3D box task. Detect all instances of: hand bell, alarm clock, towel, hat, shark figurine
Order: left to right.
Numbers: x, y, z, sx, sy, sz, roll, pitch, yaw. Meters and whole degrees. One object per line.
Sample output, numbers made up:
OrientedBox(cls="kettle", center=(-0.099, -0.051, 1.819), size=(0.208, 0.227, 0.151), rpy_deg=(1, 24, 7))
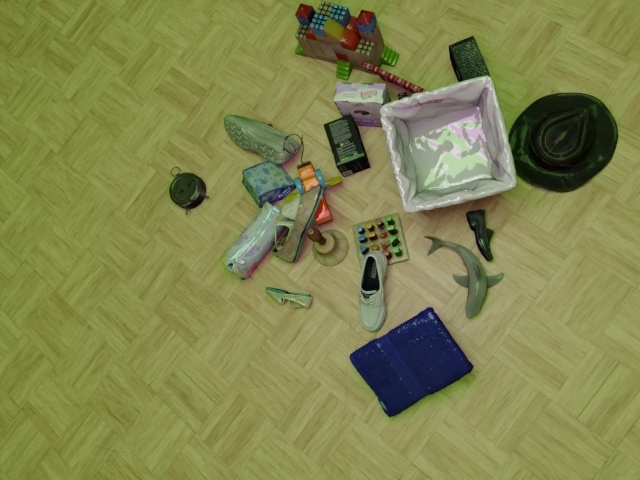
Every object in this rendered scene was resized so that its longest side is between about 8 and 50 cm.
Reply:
OrientedBox(cls="alarm clock", center=(-0.498, -0.198, 2.130), size=(0.129, 0.064, 0.192), rpy_deg=(-38, 67, 5))
OrientedBox(cls="hand bell", center=(0.000, 0.000, 1.839), size=(0.126, 0.242, 0.126), rpy_deg=(-4, 77, 16))
OrientedBox(cls="towel", center=(0.280, -0.506, 1.904), size=(0.274, 0.199, 0.031), rpy_deg=(32, 106, 21))
OrientedBox(cls="towel", center=(0.267, 0.359, 1.729), size=(0.308, 0.076, 0.228), rpy_deg=(-35, 86, 21))
OrientedBox(cls="shark figurine", center=(0.443, 0.073, 1.763), size=(0.166, 0.116, 0.278), rpy_deg=(-32, 73, 6))
OrientedBox(cls="hat", center=(0.731, -0.319, 1.749), size=(0.331, 0.134, 0.332), rpy_deg=(-3, 79, 14))

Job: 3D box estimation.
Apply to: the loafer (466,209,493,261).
OrientedBox(cls="loafer", center=(0.505, -0.019, 1.793), size=(0.061, 0.062, 0.170), rpy_deg=(-18, 74, 7))

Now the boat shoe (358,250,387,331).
OrientedBox(cls="boat shoe", center=(0.153, 0.161, 1.811), size=(0.095, 0.084, 0.258), rpy_deg=(2, 96, 25))

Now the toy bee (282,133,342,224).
OrientedBox(cls="toy bee", center=(-0.024, -0.206, 1.961), size=(0.195, 0.162, 0.299), rpy_deg=(0, 99, 1))

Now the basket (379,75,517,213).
OrientedBox(cls="basket", center=(0.378, -0.275, 1.737), size=(0.328, 0.266, 0.332), rpy_deg=(-13, 93, 13))

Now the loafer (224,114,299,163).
OrientedBox(cls="loafer", center=(-0.214, -0.370, 2.073), size=(0.319, 0.112, 0.111), rpy_deg=(33, 51, 26))

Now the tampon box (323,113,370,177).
OrientedBox(cls="tampon box", center=(0.090, -0.316, 1.950), size=(0.101, 0.120, 0.161), rpy_deg=(-19, 72, 11))

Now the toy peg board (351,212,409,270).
OrientedBox(cls="toy peg board", center=(0.186, -0.002, 1.872), size=(0.160, 0.079, 0.161), rpy_deg=(-15, 73, 12))

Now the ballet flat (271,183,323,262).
OrientedBox(cls="ballet flat", center=(-0.086, -0.057, 1.870), size=(0.106, 0.108, 0.316), rpy_deg=(18, 122, -7))

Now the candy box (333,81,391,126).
OrientedBox(cls="candy box", center=(0.148, -0.446, 1.923), size=(0.164, 0.196, 0.070), rpy_deg=(8, 80, 17))

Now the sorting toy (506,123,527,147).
OrientedBox(cls="sorting toy", center=(0.625, -0.325, 1.852), size=(0.083, 0.012, 0.062), rpy_deg=(42, 94, 20))

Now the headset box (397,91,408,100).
OrientedBox(cls="headset box", center=(0.285, -0.445, 1.954), size=(0.032, 0.062, 0.083), rpy_deg=(-10, 75, 14))

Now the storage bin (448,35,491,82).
OrientedBox(cls="storage bin", center=(0.486, -0.551, 1.887), size=(0.084, 0.122, 0.180), rpy_deg=(-21, 73, 11))

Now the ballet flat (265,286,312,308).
OrientedBox(cls="ballet flat", center=(-0.110, 0.192, 1.928), size=(0.168, 0.057, 0.052), rpy_deg=(9, 90, 18))

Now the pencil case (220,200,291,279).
OrientedBox(cls="pencil case", center=(-0.220, -0.002, 1.968), size=(0.113, 0.124, 0.273), rpy_deg=(39, 90, 21))

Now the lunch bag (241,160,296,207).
OrientedBox(cls="lunch bag", center=(-0.179, -0.203, 2.019), size=(0.151, 0.096, 0.129), rpy_deg=(-28, 69, -22))

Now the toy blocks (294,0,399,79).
OrientedBox(cls="toy blocks", center=(0.056, -0.700, 1.975), size=(0.381, 0.261, 0.191), rpy_deg=(21, 84, 20))
